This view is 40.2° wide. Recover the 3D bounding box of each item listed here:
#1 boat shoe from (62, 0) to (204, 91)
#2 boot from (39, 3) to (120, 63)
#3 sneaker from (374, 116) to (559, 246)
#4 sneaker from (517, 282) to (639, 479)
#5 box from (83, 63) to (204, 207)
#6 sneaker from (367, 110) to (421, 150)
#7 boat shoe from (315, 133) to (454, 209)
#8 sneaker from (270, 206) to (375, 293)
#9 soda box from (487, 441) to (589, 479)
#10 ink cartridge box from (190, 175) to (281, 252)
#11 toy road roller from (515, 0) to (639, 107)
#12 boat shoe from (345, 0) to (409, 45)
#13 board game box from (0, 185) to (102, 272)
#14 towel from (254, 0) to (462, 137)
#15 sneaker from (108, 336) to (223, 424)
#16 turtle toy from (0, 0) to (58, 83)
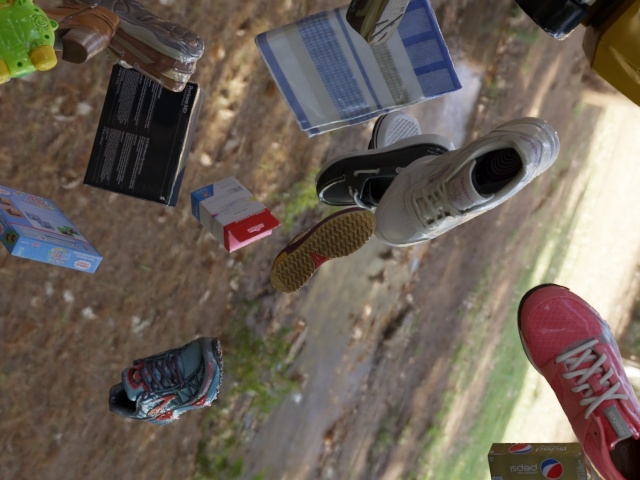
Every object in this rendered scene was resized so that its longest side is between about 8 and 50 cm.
[{"bbox_3d":[-0.361,-0.375,1.609,0.123,0.324,0.116,-23,140,-52],"label":"boat shoe"},{"bbox_3d":[-0.444,-0.369,1.465,0.152,0.197,0.073,-71,-172,-53],"label":"boot"},{"bbox_3d":[0.184,-0.078,1.242,0.305,0.114,0.152,-32,-179,30],"label":"sneaker"},{"bbox_3d":[0.357,0.195,1.101,0.116,0.314,0.136,-28,-177,3],"label":"sneaker"},{"bbox_3d":[-0.367,-0.217,1.837,0.103,0.184,0.261,20,85,-87],"label":"box"},{"bbox_3d":[0.151,-0.193,1.842,0.126,0.127,0.321,-66,153,-3],"label":"sneaker"},{"bbox_3d":[0.102,-0.107,1.576,0.114,0.302,0.091,33,54,-33],"label":"boat shoe"},{"bbox_3d":[0.000,0.000,1.310,0.069,0.185,0.084,51,15,-21],"label":"sneaker"},{"bbox_3d":[0.411,0.417,1.641,0.061,0.181,0.058,-30,113,-66],"label":"soda box"},{"bbox_3d":[-0.217,-0.057,2.246,0.134,0.231,0.078,-25,140,-28],"label":"ink cartridge box"},{"bbox_3d":[0.411,-0.334,1.129,0.202,0.329,0.241,-48,-165,30],"label":"toy road roller"},{"bbox_3d":[0.096,-0.370,1.151,0.080,0.073,0.224,-18,140,-54],"label":"boat shoe"},{"bbox_3d":[-0.485,-0.026,1.472,0.160,0.211,0.039,19,106,-49],"label":"board game box"},{"bbox_3d":[0.059,-0.279,1.373,0.034,0.285,0.209,-80,149,-45],"label":"towel"},{"bbox_3d":[-0.257,0.234,1.420,0.125,0.104,0.262,13,141,-38],"label":"sneaker"},{"bbox_3d":[-0.332,-0.201,0.896,0.130,0.095,0.066,-21,177,-11],"label":"turtle toy"}]
